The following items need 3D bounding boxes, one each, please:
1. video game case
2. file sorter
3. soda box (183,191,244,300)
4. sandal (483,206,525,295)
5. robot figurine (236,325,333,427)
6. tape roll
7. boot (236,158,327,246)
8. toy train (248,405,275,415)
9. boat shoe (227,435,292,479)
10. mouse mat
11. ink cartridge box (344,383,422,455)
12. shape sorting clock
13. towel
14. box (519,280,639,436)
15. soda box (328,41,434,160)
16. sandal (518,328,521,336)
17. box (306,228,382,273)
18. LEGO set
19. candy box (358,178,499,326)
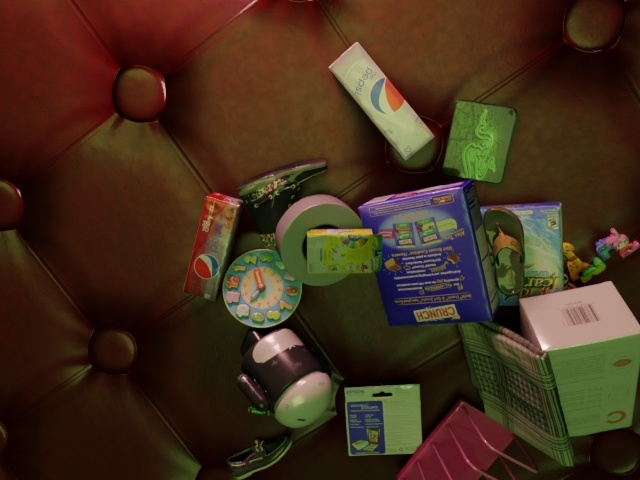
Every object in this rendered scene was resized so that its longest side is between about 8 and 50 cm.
[{"bbox_3d":[0.450,0.038,1.426,0.269,0.061,0.245,-3,103,21],"label":"video game case"},{"bbox_3d":[0.380,0.608,1.503,0.202,0.182,0.291,31,103,-17],"label":"file sorter"},{"bbox_3d":[-0.274,0.015,1.498,0.092,0.083,0.264,17,102,0],"label":"soda box"},{"bbox_3d":[0.432,0.029,1.363,0.089,0.060,0.220,-4,101,21],"label":"sandal"},{"bbox_3d":[-0.092,0.340,1.476,0.209,0.174,0.278,-38,62,-10],"label":"robot figurine"},{"bbox_3d":[0.000,0.000,1.441,0.219,0.072,0.219,-6,113,-15],"label":"tape roll"},{"bbox_3d":[-0.074,-0.097,1.465,0.236,0.085,0.179,-18,106,4],"label":"boot"},{"bbox_3d":[-0.162,0.475,1.617,0.083,0.024,0.017,6,102,3],"label":"toy train"},{"bbox_3d":[-0.172,0.593,1.618,0.206,0.075,0.065,-34,100,15],"label":"boat shoe"},{"bbox_3d":[0.391,-0.243,1.433,0.152,0.007,0.190,9,103,2],"label":"mouse mat"},{"bbox_3d":[0.172,0.481,1.581,0.206,0.045,0.208,-3,103,4],"label":"ink cartridge box"},{"bbox_3d":[-0.150,0.122,1.500,0.206,0.040,0.206,-1,75,4],"label":"shape sorting clock"},{"bbox_3d":[0.443,0.337,1.380,0.056,0.324,0.312,-26,111,-15],"label":"towel"},{"bbox_3d":[0.608,0.293,1.380,0.214,0.168,0.345,-12,127,7],"label":"box"},{"bbox_3d":[0.145,-0.328,1.387,0.091,0.098,0.286,-39,96,11],"label":"soda box"},{"bbox_3d":[0.629,0.217,1.486,0.254,0.054,0.097,-23,99,9],"label":"sandal"},{"bbox_3d":[0.057,0.025,1.383,0.179,0.043,0.105,1,113,0],"label":"box"},{"bbox_3d":[0.647,0.038,1.431,0.227,0.087,0.093,-42,91,23],"label":"LEGO set"},{"bbox_3d":[0.263,0.037,1.397,0.268,0.122,0.317,-8,101,31],"label":"candy box"}]
